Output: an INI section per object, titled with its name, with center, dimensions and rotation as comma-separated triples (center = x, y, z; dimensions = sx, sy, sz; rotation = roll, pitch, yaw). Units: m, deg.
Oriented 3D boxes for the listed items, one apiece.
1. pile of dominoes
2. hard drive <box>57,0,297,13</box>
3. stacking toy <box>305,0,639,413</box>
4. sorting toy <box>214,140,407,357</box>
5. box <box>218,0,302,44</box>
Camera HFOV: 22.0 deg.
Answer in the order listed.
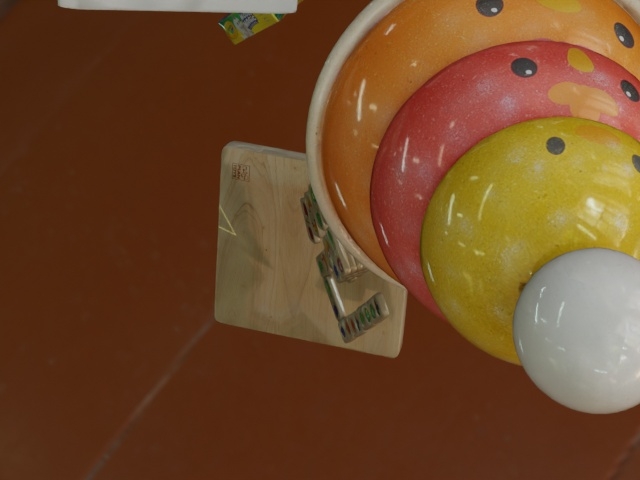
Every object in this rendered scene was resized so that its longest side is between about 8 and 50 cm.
[pile of dominoes]
center = 0.011, 0.020, 1.971
dimensions = 0.040, 0.196, 0.251
rotation = -18, -8, -14
[hard drive]
center = -0.108, -0.345, 1.369
dimensions = 0.210, 0.318, 0.040
rotation = -1, 31, -13
[stacking toy]
center = 0.188, -0.011, 1.336
dimensions = 0.350, 0.350, 0.480
rotation = -35, 27, 9
[sorting toy]
center = 0.000, 0.000, 2.160
dimensions = 0.255, 0.257, 0.089
rotation = 11, 27, 13
[box]
center = -0.053, -0.304, 2.061
dimensions = 0.105, 0.043, 0.179
rotation = -43, 14, -21
